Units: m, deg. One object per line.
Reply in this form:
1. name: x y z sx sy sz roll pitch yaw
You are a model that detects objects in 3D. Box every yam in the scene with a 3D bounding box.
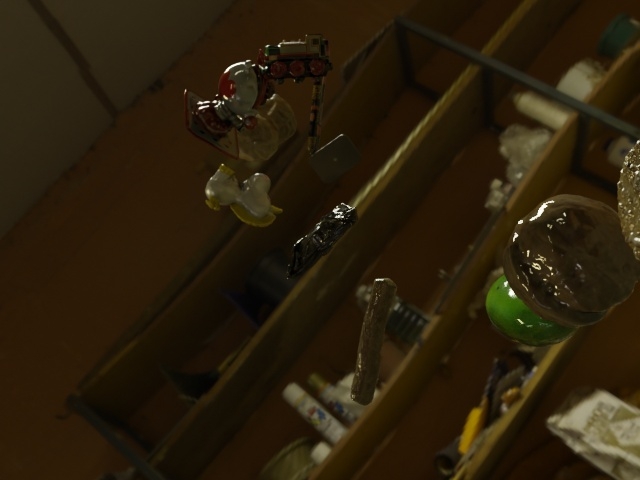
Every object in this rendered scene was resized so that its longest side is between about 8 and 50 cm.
1. yam: 0.147 0.275 2.203 0.081 0.081 0.356 -1 -74 -60

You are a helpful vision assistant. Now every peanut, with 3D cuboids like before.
1. peanut: -0.175 -0.315 2.174 0.233 0.197 0.110 -46 -21 -39

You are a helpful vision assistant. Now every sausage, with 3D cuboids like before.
1. sausage: -0.006 -0.266 1.607 0.028 0.025 0.198 -162 77 -81

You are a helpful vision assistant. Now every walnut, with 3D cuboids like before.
1. walnut: 0.450 0.034 1.443 0.248 0.248 0.248 -40 -29 -29

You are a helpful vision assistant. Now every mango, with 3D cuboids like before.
1. mango: 0.568 0.176 2.079 0.382 0.225 0.201 -164 76 -81

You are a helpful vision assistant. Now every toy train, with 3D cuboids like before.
1. toy train: -0.047 -0.349 1.538 0.050 0.138 0.087 100 166 -81

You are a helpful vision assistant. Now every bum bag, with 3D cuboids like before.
1. bum bag: 0.000 0.000 1.911 0.248 0.069 0.102 -41 10 18

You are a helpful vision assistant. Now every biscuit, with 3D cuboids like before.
1. biscuit: 0.482 -0.059 1.105 0.033 0.220 0.220 1 -52 -16

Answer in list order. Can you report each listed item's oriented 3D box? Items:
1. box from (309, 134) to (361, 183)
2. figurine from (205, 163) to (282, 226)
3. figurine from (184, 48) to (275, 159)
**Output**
1. box: 0.040 -0.218 2.119 0.126 0.091 0.031 -35 12 15
2. figurine: -0.169 -0.095 1.782 0.109 0.178 0.129 119 165 -52
3. figurine: -0.194 -0.349 1.898 0.160 0.183 0.226 28 -57 -33
